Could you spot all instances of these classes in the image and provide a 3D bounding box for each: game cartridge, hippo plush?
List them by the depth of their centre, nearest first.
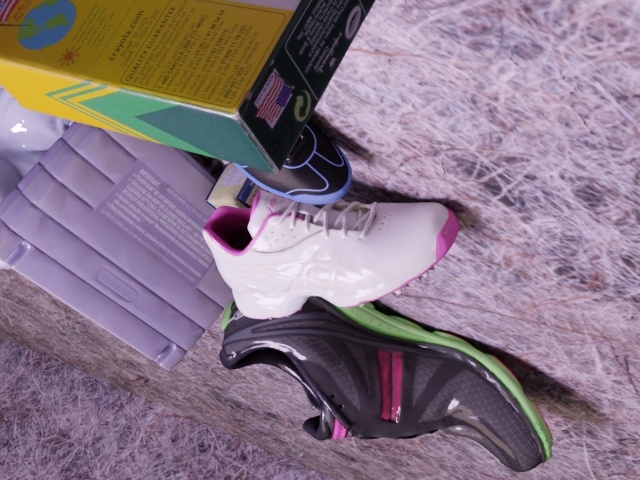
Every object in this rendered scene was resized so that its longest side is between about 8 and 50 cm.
[{"bbox_3d":[-0.217,-0.004,1.480,0.068,0.230,0.355,34,173,40],"label":"game cartridge"},{"bbox_3d":[-0.338,-0.067,1.481,0.234,0.236,0.294,27,161,4],"label":"hippo plush"}]

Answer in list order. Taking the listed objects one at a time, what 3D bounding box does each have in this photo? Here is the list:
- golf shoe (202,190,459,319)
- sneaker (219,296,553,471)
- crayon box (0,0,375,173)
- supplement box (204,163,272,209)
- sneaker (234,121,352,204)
[{"bbox_3d":[0.000,0.000,1.331,0.306,0.115,0.140,-15,124,34],"label":"golf shoe"},{"bbox_3d":[0.081,0.202,1.665,0.483,0.202,0.185,25,162,10],"label":"sneaker"},{"bbox_3d":[-0.126,-0.183,0.951,0.319,0.202,0.081,17,159,32],"label":"crayon box"},{"bbox_3d":[-0.074,-0.048,1.451,0.083,0.056,0.083,38,159,-28],"label":"supplement box"},{"bbox_3d":[-0.067,-0.114,1.230,0.232,0.081,0.090,30,168,-4],"label":"sneaker"}]
